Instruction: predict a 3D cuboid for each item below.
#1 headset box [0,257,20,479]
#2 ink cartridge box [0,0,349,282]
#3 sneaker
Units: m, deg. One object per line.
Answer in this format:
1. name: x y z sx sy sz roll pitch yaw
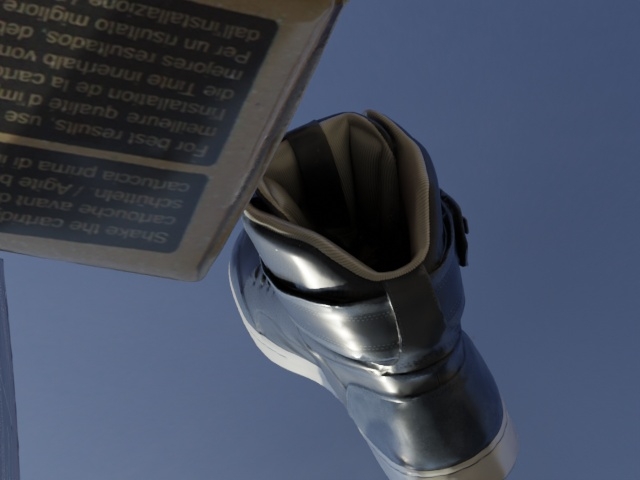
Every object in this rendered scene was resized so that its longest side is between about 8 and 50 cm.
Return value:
1. headset box: -0.209 0.060 0.558 0.218 0.293 0.110 -4 -92 -8
2. ink cartridge box: -0.114 -0.110 0.412 0.193 0.235 0.088 11 -52 -22
3. sneaker: 0.002 -0.001 0.804 0.086 0.226 0.163 -33 -54 -12
